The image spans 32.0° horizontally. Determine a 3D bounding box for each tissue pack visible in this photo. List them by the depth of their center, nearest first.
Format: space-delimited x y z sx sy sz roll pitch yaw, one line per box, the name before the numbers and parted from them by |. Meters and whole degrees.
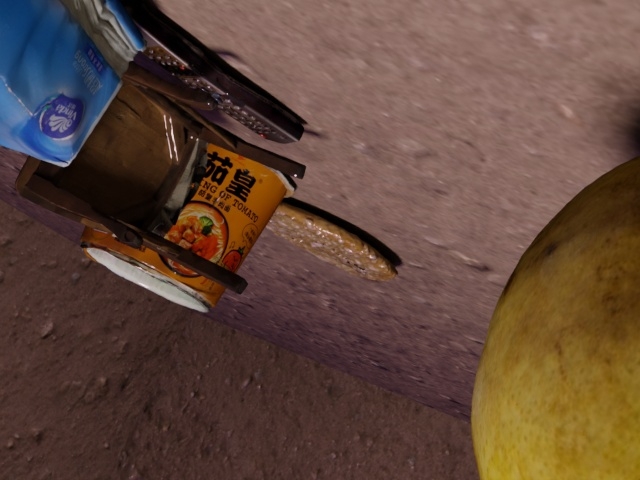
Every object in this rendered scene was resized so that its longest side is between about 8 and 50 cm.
tissue pack | -0.271 -0.188 0.779 0.198 0.146 0.263 24 165 19

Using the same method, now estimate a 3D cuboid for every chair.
chair | -0.191 -0.084 1.046 0.319 0.160 0.186 25 176 38

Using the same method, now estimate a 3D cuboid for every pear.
pear | 0.228 0.108 0.613 0.304 0.304 0.304 25 170 5

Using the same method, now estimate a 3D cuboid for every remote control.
remote control | -0.099 -0.143 0.962 0.212 0.028 0.059 34 163 -38

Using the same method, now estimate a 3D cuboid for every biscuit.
biscuit | 0.001 -0.001 1.409 0.220 0.033 0.220 26 171 4

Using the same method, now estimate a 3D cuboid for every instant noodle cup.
instant noodle cup | -0.160 -0.031 1.254 0.215 0.172 0.216 24 168 5
